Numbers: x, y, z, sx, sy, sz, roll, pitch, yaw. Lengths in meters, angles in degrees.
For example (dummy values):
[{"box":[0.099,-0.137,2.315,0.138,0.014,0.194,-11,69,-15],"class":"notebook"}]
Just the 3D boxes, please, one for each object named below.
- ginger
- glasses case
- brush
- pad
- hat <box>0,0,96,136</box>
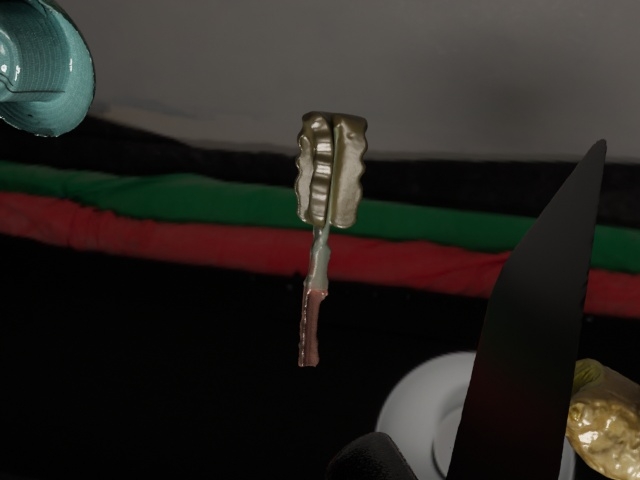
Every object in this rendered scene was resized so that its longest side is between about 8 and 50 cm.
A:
[{"box":[0.313,0.203,0.806,0.086,0.294,0.131,-45,-136,6],"class":"ginger"},{"box":[0.088,0.363,1.088,0.122,0.082,0.321,-35,-158,-2],"class":"glasses case"},{"box":[0.000,0.000,0.965,0.084,0.301,0.071,3,-175,-35],"class":"brush"},{"box":[0.176,0.131,0.703,0.063,0.315,0.375,24,-127,0],"class":"pad"},{"box":[-0.292,-0.176,0.751,0.191,0.138,0.078,40,-142,19],"class":"hat"}]
